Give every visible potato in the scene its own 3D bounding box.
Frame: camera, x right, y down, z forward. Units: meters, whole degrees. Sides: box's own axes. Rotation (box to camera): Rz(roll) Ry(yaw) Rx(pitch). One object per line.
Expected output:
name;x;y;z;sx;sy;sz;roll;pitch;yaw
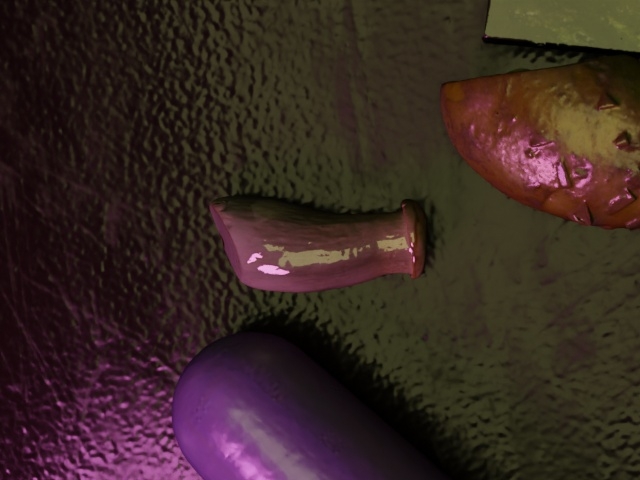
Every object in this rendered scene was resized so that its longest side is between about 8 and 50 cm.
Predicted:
potato;0.263;-0.109;1.231;0.298;0.141;0.176;18;94;8

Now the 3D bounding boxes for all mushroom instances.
mushroom;-0.005;0.007;1.313;0.247;0.108;0.096;1;135;12

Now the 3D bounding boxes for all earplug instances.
earplug;0.029;0.281;1.277;0.456;0.215;0.215;43;100;9

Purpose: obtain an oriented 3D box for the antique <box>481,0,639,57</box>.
antique;0.282;-0.234;1.251;0.221;0.081;0.080;7;97;9
